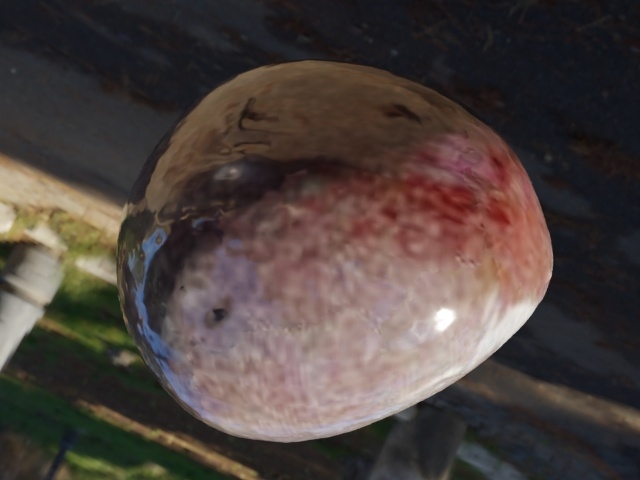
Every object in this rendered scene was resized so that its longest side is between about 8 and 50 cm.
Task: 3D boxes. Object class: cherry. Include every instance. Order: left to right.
[{"bbox_3d":[0.000,0.002,0.459,0.176,0.176,0.140,4,138,48],"label":"cherry"}]
